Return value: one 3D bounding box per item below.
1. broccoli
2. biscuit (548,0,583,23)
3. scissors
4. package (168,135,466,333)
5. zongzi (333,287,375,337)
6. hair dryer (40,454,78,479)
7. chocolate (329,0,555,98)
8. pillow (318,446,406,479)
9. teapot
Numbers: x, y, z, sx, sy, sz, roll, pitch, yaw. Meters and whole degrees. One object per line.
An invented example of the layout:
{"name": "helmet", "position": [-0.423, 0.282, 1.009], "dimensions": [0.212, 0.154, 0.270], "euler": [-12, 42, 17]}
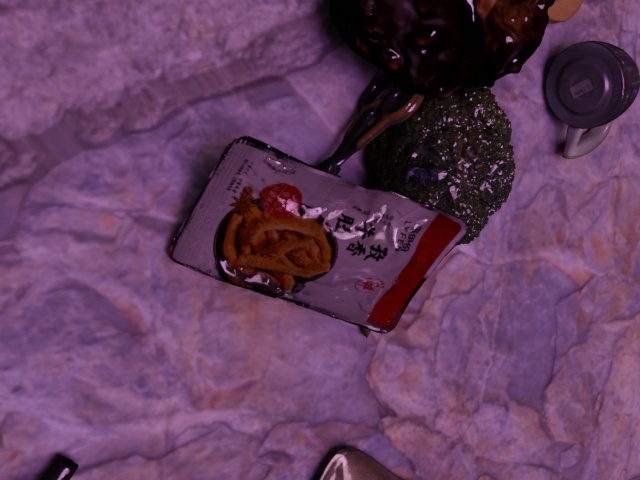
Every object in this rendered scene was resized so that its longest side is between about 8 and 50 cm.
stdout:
{"name": "broccoli", "position": [0.118, -0.076, 0.750], "dimensions": [0.138, 0.146, 0.162], "euler": [-23, 128, -62]}
{"name": "biscuit", "position": [0.221, -0.341, 0.816], "dimensions": [0.153, 0.030, 0.234], "euler": [-33, 111, -17]}
{"name": "scissors", "position": [0.011, -0.071, 0.736], "dimensions": [0.220, 0.088, 0.017], "euler": [-48, 122, -1]}
{"name": "package", "position": [0.000, 0.000, 0.702], "dimensions": [0.239, 0.030, 0.154], "euler": [19, 126, -23]}
{"name": "zongzi", "position": [0.024, 0.058, 0.780], "dimensions": [0.076, 0.040, 0.083], "euler": [8, 112, -21]}
{"name": "hair dryer", "position": [-0.242, 0.361, 0.628], "dimensions": [0.284, 0.156, 0.320], "euler": [-46, 107, -2]}
{"name": "chocolate", "position": [0.134, -0.252, 0.653], "dimensions": [0.206, 0.177, 0.224], "euler": [10, 73, -14]}
{"name": "pillow", "position": [0.070, 0.311, 0.839], "dimensions": [0.217, 0.033, 0.130], "euler": [31, 87, -28]}
{"name": "teapot", "position": [0.304, -0.165, 0.868], "dimensions": [0.091, 0.124, 0.092], "euler": [-18, 65, -39]}
